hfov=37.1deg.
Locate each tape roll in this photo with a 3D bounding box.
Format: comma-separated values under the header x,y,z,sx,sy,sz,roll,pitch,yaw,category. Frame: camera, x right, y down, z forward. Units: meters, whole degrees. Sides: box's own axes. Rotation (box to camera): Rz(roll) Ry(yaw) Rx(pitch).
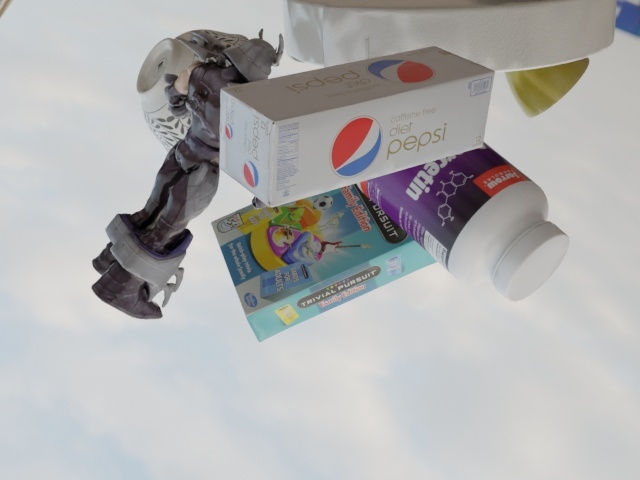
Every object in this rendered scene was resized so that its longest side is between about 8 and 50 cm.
x,y,z,sx,sy,sz,roll,pitch,yaw,category
0.146,-0.267,1.118,0.392,0.072,0.392,-2,-159,1,tape roll

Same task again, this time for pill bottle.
x,y,z,sx,sy,sz,roll,pitch,yaw,category
0.209,-0.059,1.423,0.181,0.181,0.323,-5,-139,-48,pill bottle

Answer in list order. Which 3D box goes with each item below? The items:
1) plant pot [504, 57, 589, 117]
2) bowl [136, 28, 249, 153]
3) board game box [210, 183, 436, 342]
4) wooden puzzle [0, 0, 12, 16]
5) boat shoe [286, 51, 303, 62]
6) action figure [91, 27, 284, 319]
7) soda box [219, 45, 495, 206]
x,y,z,sx,sy,sz,roll,pitch,yaw,category
0.351,-0.279,1.543,0.095,0.134,0.134,42,-162,-11,plant pot
-0.162,-0.185,1.113,0.080,0.170,0.170,28,-166,-34,bowl
0.000,0.000,1.668,0.336,0.079,0.254,-25,-136,-2,board game box
-0.354,-0.370,1.119,0.080,0.322,0.348,35,154,-21,wooden puzzle
-0.009,-0.336,1.611,0.142,0.049,0.040,-28,-145,-36,boat shoe
-0.113,-0.069,0.873,0.099,0.285,0.185,21,-160,-38,action figure
0.031,-0.094,0.737,0.216,0.069,0.074,-17,-144,-33,soda box
